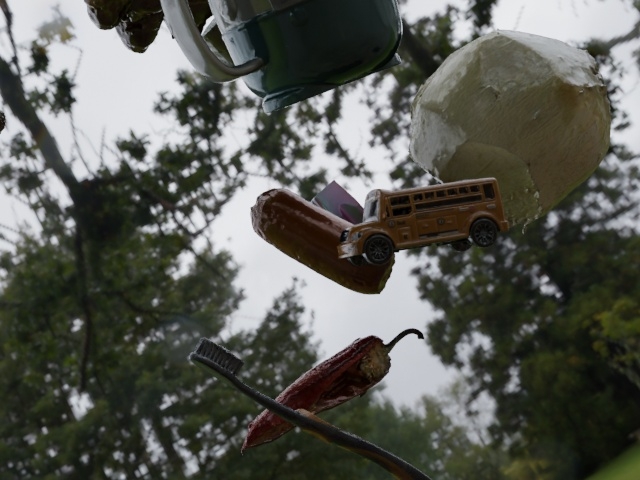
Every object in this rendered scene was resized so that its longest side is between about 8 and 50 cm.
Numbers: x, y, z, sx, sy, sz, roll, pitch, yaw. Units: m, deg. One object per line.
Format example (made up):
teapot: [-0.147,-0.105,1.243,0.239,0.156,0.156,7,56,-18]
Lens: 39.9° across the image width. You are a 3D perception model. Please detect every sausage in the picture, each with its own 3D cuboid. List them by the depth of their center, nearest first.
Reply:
sausage: [0.000,0.000,1.107,0.076,0.198,0.076,-60,-6,-11]

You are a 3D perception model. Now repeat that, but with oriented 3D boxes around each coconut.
coconut: [0.355,-0.224,1.631,0.360,0.346,0.346,-50,-21,8]

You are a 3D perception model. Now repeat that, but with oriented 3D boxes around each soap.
soap: [0.050,-0.033,1.559,0.056,0.149,0.100,-41,0,-11]

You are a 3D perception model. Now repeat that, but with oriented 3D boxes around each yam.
yam: [-0.157,-0.398,1.811,0.107,0.107,0.194,-38,-51,19]

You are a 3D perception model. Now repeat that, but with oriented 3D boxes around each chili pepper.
chili pepper: [0.012,0.166,1.025,0.268,0.050,0.059,-31,-57,-22]

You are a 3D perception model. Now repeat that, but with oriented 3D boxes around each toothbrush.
toothbrush: [0.006,0.191,0.891,0.023,0.321,0.031,-27,32,61]

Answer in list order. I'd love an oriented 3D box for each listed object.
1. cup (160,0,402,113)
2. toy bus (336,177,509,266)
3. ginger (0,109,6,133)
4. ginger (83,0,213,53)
cup: [-0.050,-0.293,1.040,0.290,0.257,0.219,-27,12,-35]
toy bus: [0.114,-0.023,1.034,0.195,0.088,0.083,-9,-2,-14]
ginger: [-0.660,-0.162,1.447,0.290,0.084,0.122,-9,16,-7]
ginger: [-0.284,-0.470,1.583,0.274,0.153,0.357,-63,-14,1]
